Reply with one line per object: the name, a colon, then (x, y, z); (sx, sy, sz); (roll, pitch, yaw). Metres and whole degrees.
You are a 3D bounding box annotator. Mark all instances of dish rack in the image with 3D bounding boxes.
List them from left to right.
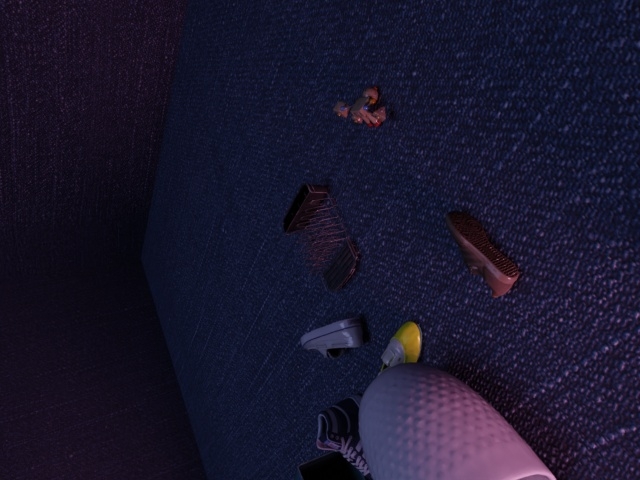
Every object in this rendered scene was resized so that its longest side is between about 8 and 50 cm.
dish rack: (0.000, 0.000, 1.544); (0.271, 0.074, 0.208); (66, 147, 24)

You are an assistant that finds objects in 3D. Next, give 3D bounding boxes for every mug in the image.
mug: (0.237, 0.434, 1.100); (0.328, 0.276, 0.374); (51, 169, 49)

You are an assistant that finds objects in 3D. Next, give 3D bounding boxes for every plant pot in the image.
plant pot: (0.018, 0.723, 1.625); (0.166, 0.165, 0.234); (64, 154, 28)

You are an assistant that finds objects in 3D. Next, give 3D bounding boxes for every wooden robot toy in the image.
wooden robot toy: (0.108, -0.314, 1.307); (0.173, 0.076, 0.079); (20, 80, 57)

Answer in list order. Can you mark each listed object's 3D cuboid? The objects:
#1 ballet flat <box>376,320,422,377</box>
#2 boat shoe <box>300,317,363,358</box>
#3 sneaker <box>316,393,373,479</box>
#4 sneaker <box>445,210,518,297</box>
ballet flat: (0.173, 0.290, 1.319); (0.077, 0.077, 0.231); (49, 137, 44)
boat shoe: (0.033, 0.280, 1.550); (0.267, 0.096, 0.088); (-31, 66, 49)
sneaker: (0.090, 0.546, 1.452); (0.282, 0.153, 0.099); (63, 146, 29)
sneaker: (0.286, 0.026, 1.064); (0.188, 0.066, 0.071); (58, 144, 35)
